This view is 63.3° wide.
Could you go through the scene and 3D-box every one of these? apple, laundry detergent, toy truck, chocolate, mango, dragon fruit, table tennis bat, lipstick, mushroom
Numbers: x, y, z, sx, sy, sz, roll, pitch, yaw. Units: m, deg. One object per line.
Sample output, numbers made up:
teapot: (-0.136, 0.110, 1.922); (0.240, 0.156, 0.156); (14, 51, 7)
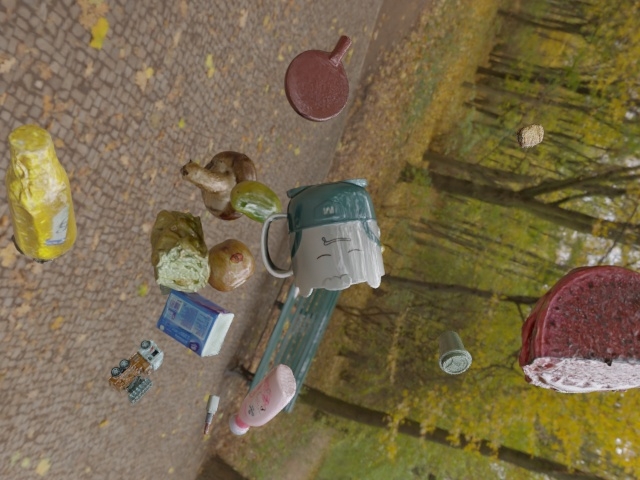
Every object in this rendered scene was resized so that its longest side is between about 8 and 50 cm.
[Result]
apple: (-0.371, 0.099, 2.082); (0.211, 0.188, 0.211); (-35, 178, -2)
laundry detergent: (-0.217, 0.589, 1.875); (0.335, 0.088, 0.159); (-47, -147, 28)
toy truck: (-0.565, 0.408, 1.631); (0.178, 0.115, 0.080); (-48, 171, -34)
chocolate: (-0.687, -0.104, 1.255); (0.162, 0.162, 0.445); (-60, -176, -34)
mango: (-0.188, -0.119, 1.530); (0.191, 0.085, 0.122); (30, 52, -50)
dragon fruit: (0.389, 0.128, 0.702); (0.163, 0.261, 0.189); (-93, -171, -90)
table tennis bat: (0.011, -0.483, 1.518); (0.038, 0.200, 0.310); (-18, -140, 59)
lipstick: (-0.313, 0.495, 1.471); (0.025, 0.025, 0.107); (-27, -135, 48)
mushroom: (-0.368, -0.194, 1.928); (0.254, 0.267, 0.267); (-25, 147, -23)

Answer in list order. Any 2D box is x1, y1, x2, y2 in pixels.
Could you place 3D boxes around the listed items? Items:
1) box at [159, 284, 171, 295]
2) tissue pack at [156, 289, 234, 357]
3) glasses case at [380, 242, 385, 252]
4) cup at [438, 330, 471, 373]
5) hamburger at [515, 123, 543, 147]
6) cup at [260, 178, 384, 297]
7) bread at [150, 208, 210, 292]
box: (-0.639, 0.191, 2.267); (0.069, 0.122, 0.084); (1, 76, -52)
tissue pack: (-0.524, 0.335, 2.173); (0.198, 0.263, 0.146); (-66, 159, 4)
glasses case: (0.151, 0.085, 2.015); (0.234, 0.064, 0.079); (-40, 161, 28)
cup: (0.486, 0.411, 1.923); (0.141, 0.120, 0.120); (-95, -163, -57)
hamburger: (0.669, -0.335, 1.660); (0.044, 0.083, 0.076); (-111, -174, -68)
cup: (0.000, 0.000, 1.249); (0.219, 0.289, 0.258); (42, 40, -84)
bread: (-0.484, 0.032, 1.792); (0.238, 0.252, 0.196); (23, 120, -44)
